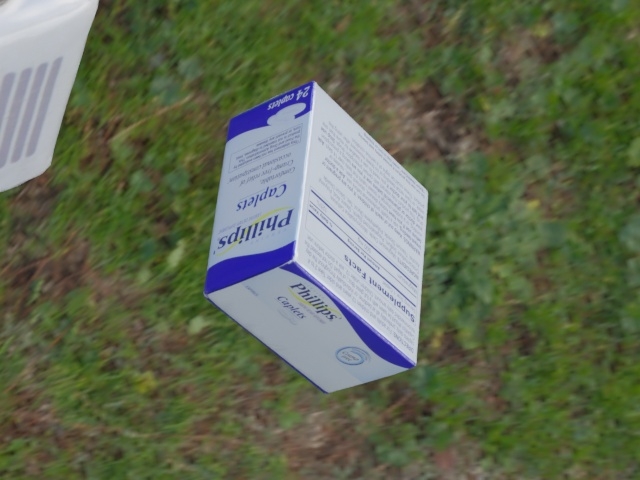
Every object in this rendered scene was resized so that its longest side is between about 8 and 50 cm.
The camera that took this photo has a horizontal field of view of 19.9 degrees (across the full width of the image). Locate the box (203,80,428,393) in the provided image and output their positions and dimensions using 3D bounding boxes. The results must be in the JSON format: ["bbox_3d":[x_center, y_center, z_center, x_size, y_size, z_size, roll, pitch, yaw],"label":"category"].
[{"bbox_3d":[0.000,0.000,1.103,0.126,0.072,0.137,41,41,-38],"label":"box"}]

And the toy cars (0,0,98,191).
[{"bbox_3d":[-0.192,-0.052,0.404,0.176,0.393,0.087,-34,62,16],"label":"toy cars"}]
